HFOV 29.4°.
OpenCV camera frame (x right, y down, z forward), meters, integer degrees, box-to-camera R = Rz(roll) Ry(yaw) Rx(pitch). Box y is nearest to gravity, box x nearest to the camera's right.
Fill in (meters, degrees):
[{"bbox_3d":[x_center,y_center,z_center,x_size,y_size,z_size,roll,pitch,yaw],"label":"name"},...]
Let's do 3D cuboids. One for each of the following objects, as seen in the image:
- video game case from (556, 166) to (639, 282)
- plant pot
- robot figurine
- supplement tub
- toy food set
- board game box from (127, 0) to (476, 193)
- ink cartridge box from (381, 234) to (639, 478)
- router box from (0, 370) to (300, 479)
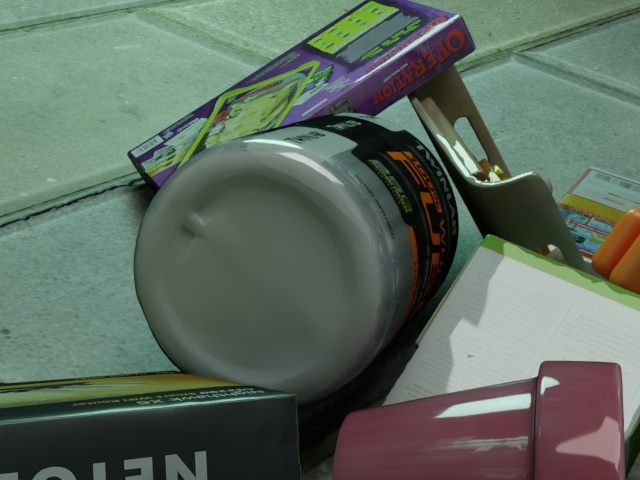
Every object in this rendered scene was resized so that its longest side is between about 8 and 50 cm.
[{"bbox_3d":[0.373,-0.007,1.433,0.204,0.025,0.285,21,28,20],"label":"video game case"},{"bbox_3d":[0.107,0.178,0.799,0.180,0.201,0.201,-1,24,12],"label":"plant pot"},{"bbox_3d":[0.362,0.055,1.151,0.219,0.158,0.128,30,64,-21],"label":"robot figurine"},{"bbox_3d":[0.000,0.000,1.037,0.207,0.207,0.338,17,15,13],"label":"supplement tub"},{"bbox_3d":[0.196,-0.042,1.207,0.092,0.219,0.306,-29,29,4],"label":"toy food set"},{"bbox_3d":[-0.028,-0.145,1.293,0.347,0.056,0.208,-34,23,-8],"label":"board game box"},{"bbox_3d":[0.159,0.144,0.992,0.189,0.097,0.255,24,63,24],"label":"ink cartridge box"},{"bbox_3d":[-0.198,0.136,0.752,0.309,0.080,0.243,-2,-1,-25],"label":"router box"}]
